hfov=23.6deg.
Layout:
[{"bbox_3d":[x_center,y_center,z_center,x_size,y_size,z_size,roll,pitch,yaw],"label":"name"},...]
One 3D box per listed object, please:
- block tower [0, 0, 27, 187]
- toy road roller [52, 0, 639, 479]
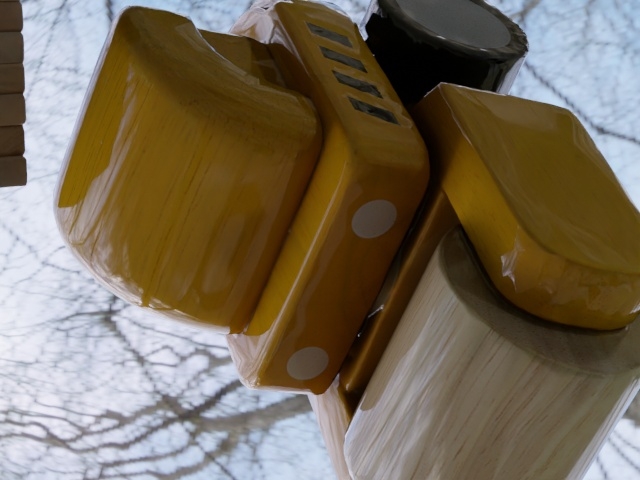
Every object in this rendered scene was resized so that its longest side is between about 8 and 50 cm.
[{"bbox_3d":[-0.221,-0.179,0.819,0.091,0.097,0.335,-8,-78,-40],"label":"block tower"},{"bbox_3d":[0.000,0.000,0.799,0.240,0.329,0.202,7,-55,-25],"label":"toy road roller"}]
